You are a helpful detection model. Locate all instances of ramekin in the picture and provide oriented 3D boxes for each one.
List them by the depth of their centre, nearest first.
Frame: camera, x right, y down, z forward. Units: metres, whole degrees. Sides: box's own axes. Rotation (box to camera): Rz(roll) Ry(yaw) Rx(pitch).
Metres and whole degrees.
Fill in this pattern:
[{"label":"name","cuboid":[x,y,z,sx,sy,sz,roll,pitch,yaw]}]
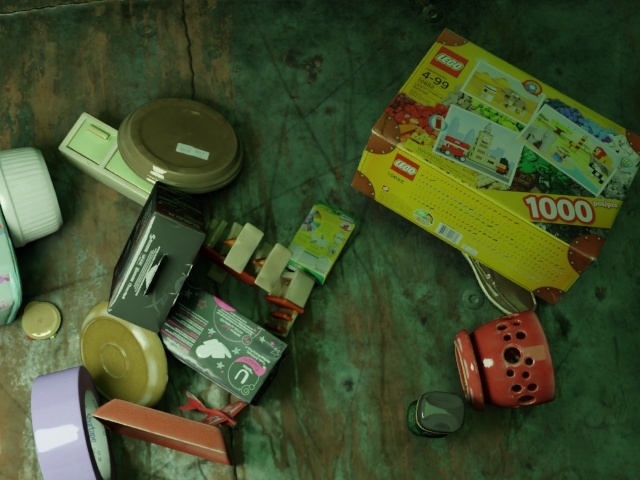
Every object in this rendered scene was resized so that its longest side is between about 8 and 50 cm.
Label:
[{"label":"ramekin","cuboid":[-0.613,-0.097,1.932,0.109,0.207,0.207,-17,75,-16]}]

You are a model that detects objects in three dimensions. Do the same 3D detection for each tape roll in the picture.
[{"label":"tape roll","cuboid":[-0.465,0.381,1.759,0.090,0.275,0.275,-14,75,-6]}]

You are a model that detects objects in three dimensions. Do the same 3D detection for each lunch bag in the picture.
[{"label":"lunch bag","cuboid":[-0.691,0.032,1.882,0.107,0.224,0.279,-13,73,-27]}]

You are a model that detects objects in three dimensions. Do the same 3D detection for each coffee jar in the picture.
[{"label":"coffee jar","cuboid":[0.230,0.349,1.847,0.096,0.184,0.079,7,74,0]}]

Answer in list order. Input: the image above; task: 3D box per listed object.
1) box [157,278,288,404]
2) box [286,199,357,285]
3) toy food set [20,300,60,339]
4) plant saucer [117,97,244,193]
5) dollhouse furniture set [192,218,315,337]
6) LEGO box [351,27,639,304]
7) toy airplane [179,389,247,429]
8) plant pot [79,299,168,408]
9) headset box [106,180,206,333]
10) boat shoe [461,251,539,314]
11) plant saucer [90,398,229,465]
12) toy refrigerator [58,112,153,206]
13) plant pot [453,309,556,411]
[{"label":"box","cuboid":[-0.202,0.212,1.878,0.247,0.163,0.142,33,79,7]},{"label":"box","cuboid":[0.000,0.000,1.992,0.105,0.043,0.179,28,58,6]},{"label":"toy food set","cuboid":[-0.587,0.170,1.947,0.083,0.020,0.083,8,74,-1]},{"label":"plant saucer","cuboid":[-0.296,-0.214,1.999,0.277,0.041,0.278,11,48,-12]},{"label":"dollhouse furniture set","cuboid":[-0.149,0.076,1.887,0.259,0.262,0.135,35,75,-25]},{"label":"LEGO box","cuboid":[0.376,-0.162,1.945,0.500,0.193,0.372,31,56,6]},{"label":"toy airplane","cuboid":[-0.221,0.347,1.871,0.151,0.151,0.028,17,109,2]},{"label":"plant pot","cuboid":[-0.402,0.235,1.846,0.236,0.236,0.032,51,35,11]},{"label":"headset box","cuboid":[-0.317,0.030,1.798,0.110,0.293,0.218,24,102,-15]},{"label":"boat shoe","cuboid":[0.376,0.057,1.984,0.095,0.095,0.257,-36,79,-12]},{"label":"plant saucer","cuboid":[-0.291,0.366,1.780,0.258,0.259,0.048,16,72,2]},{"label":"toy refrigerator","cuboid":[-0.421,-0.162,2.012,0.269,0.094,0.102,30,75,6]},{"label":"plant pot","cuboid":[0.370,0.250,1.886,0.174,0.191,0.191,-12,75,4]}]
